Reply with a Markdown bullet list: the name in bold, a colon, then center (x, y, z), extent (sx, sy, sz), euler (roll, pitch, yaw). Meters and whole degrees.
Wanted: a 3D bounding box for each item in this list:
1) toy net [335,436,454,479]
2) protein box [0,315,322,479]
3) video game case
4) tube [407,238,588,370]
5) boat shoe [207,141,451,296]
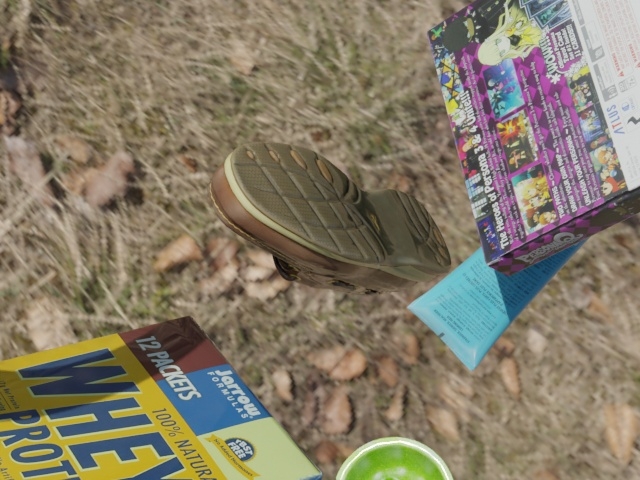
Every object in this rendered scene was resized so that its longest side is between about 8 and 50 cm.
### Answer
- **toy net**: center (0.063, 0.223, 0.708), extent (0.122, 0.232, 0.045), euler (-33, 160, -5)
- **protein box**: center (-0.128, 0.174, 0.671), extent (0.200, 0.136, 0.201), euler (-12, 128, -31)
- **video game case**: center (0.197, -0.117, 1.042), extent (0.210, 0.232, 0.042), euler (-29, 146, 29)
- **tube**: center (0.170, 0.018, 1.152), extent (0.080, 0.052, 0.207), euler (46, 112, 8)
- **boat shoe**: center (0.000, 0.000, 0.694), extent (0.060, 0.064, 0.178), euler (-34, 152, 25)
